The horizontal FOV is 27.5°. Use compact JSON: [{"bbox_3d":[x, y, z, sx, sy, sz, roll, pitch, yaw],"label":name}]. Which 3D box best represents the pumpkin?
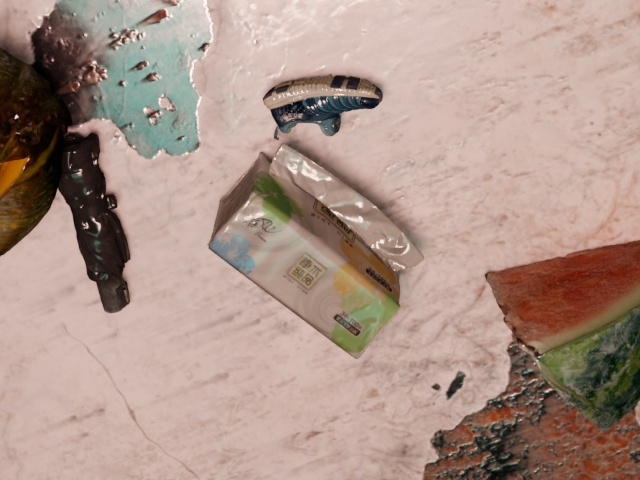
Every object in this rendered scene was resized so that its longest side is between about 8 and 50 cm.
[{"bbox_3d":[-0.448,-0.104,1.495,0.320,0.192,0.320,-6,139,-5],"label":"pumpkin"}]

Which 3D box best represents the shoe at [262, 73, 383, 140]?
[{"bbox_3d":[0.004,-0.158,1.558,0.142,0.064,0.071,-7,111,8],"label":"shoe"}]

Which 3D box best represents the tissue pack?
[{"bbox_3d":[0.000,0.000,1.571,0.229,0.159,0.145,38,108,-12],"label":"tissue pack"}]

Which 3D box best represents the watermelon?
[{"bbox_3d":[0.331,0.091,1.585,0.193,0.310,0.231,48,144,-16],"label":"watermelon"}]

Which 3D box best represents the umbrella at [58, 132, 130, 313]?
[{"bbox_3d":[-0.283,-0.018,1.632,0.066,0.059,0.236,2,117,27],"label":"umbrella"}]
